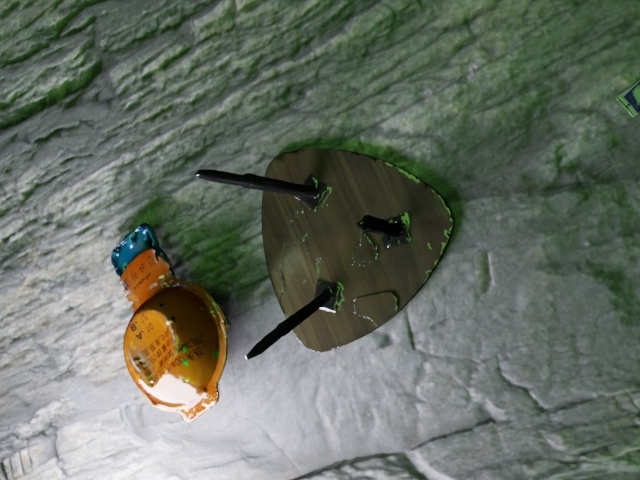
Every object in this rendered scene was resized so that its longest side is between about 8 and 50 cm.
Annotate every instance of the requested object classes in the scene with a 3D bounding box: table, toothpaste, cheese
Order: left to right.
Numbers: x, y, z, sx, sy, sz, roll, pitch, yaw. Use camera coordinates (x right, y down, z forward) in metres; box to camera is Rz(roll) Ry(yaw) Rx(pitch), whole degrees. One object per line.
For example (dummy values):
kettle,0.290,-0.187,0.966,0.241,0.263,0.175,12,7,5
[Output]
cheese,-0.245,0.127,1.568,0.217,0.129,0.329,-41,63,25
table,0.000,0.000,1.375,0.318,0.249,0.317,1,93,26
toothpaste,0.446,-0.219,1.282,0.140,0.021,0.037,-44,75,22
